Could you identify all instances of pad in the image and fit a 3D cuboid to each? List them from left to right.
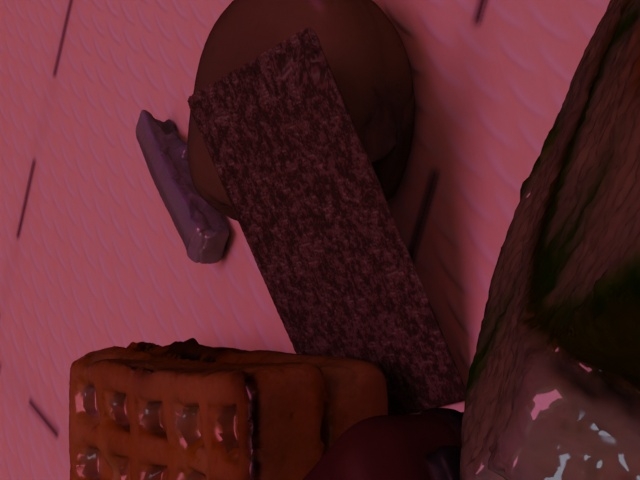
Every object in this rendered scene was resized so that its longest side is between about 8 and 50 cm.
[{"bbox_3d":[0.000,0.000,0.918,0.158,0.003,0.235,-20,94,56],"label":"pad"}]

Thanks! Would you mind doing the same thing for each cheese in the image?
[{"bbox_3d":[-0.012,-0.087,0.987,0.202,0.091,0.175,20,101,58],"label":"cheese"}]

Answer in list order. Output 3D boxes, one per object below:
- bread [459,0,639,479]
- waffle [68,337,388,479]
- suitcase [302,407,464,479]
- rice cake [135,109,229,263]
[{"bbox_3d":[0.162,-0.044,0.501,0.366,0.129,0.382,135,158,-84],"label":"bread"},{"bbox_3d":[-0.075,0.178,0.998,0.327,0.098,0.224,-4,85,61],"label":"waffle"},{"bbox_3d":[0.065,0.249,0.697,0.236,0.161,0.297,-55,40,36],"label":"suitcase"},{"bbox_3d":[-0.112,-0.048,1.201,0.180,0.030,0.042,59,137,47],"label":"rice cake"}]
